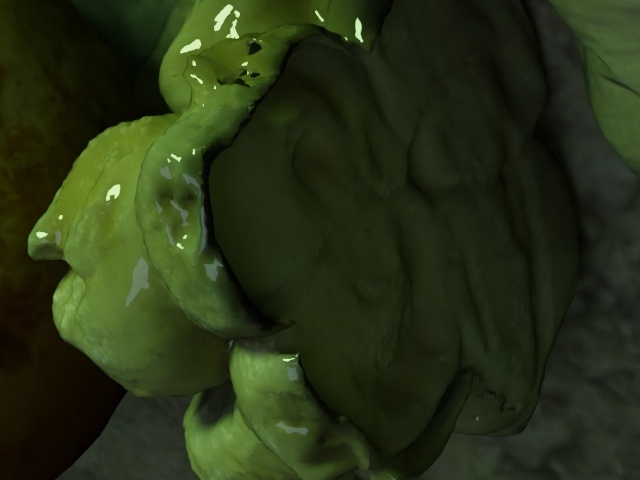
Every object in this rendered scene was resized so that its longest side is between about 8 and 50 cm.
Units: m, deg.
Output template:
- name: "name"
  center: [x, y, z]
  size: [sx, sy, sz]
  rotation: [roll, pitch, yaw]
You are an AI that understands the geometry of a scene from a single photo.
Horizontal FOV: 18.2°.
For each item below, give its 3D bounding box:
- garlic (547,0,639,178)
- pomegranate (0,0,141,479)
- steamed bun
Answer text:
- name: "garlic"
  center: [0.142, -0.069, 0.497]
  size: [0.218, 0.212, 0.218]
  rotation: [12, 126, 16]
- name: "pomegranate"
  center: [-0.192, 0.004, 0.697]
  size: [0.270, 0.252, 0.229]
  rotation: [-8, 106, 54]
- name: "steamed bun"
  center: [0.000, 0.000, 0.644]
  size: [0.106, 0.177, 0.192]
  rotation: [-4, 129, 39]
